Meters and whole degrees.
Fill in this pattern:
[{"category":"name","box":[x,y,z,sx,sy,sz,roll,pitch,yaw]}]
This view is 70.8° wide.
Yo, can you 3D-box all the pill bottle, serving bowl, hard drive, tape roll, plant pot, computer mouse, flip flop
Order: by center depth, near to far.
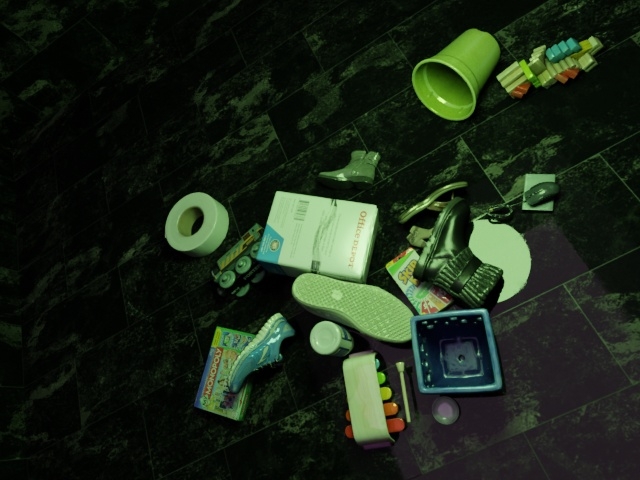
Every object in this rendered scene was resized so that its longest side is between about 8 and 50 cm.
[{"category":"plant pot","box":[0.421,0.352,1.386,0.235,0.212,0.236,-11,67,19]},{"category":"serving bowl","box":[0.399,0.539,1.431,0.083,0.027,0.084,-8,68,22]},{"category":"computer mouse","box":[0.684,-0.139,1.525,0.242,0.041,0.071,-24,64,15]},{"category":"hard drive","box":[0.748,-0.162,1.543,0.094,0.022,0.135,5,73,25]},{"category":"pill bottle","box":[0.049,0.348,1.566,0.111,0.186,0.112,-8,69,21]},{"category":"flip flop","box":[0.413,-0.129,1.642,0.277,0.112,0.080,-33,87,7]},{"category":"plant pot","box":[0.533,-0.646,1.705,0.276,0.276,0.254,33,75,30]},{"category":"tape roll","box":[-0.563,-0.070,2.048,0.286,0.100,0.287,-8,68,21]}]

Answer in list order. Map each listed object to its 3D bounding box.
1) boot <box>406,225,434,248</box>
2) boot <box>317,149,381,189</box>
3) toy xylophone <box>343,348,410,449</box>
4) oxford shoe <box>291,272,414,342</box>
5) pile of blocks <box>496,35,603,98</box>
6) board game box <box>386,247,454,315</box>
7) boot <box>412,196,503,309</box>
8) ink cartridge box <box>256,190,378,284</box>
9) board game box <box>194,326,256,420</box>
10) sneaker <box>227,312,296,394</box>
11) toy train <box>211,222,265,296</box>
[{"category":"boot","box":[0.374,-0.029,1.649,0.087,0.042,0.118,37,88,32]},{"category":"boot","box":[0.120,-0.295,1.852,0.246,0.083,0.161,6,67,20]},{"category":"toy xylophone","box":[0.185,0.524,1.501,0.236,0.081,0.323,-9,68,21]},{"category":"oxford shoe","box":[0.116,0.234,1.570,0.448,0.130,0.169,18,68,11]},{"category":"pile of blocks","box":[0.829,-0.613,1.605,0.362,0.149,0.113,-22,63,15]},{"category":"board game box","box":[0.346,0.149,1.601,0.124,0.039,0.259,-37,58,6]},{"category":"boot","box":[0.497,0.041,1.516,0.260,0.131,0.348,23,80,28]},{"category":"ink cartridge box","box":[0.000,0.000,1.679,0.394,0.166,0.286,10,70,14]},{"category":"board game box","box":[-0.356,0.515,1.767,0.213,0.046,0.318,6,73,25]},{"category":"sneaker","box":[-0.213,0.434,1.662,0.147,0.130,0.330,38,76,8]},{"category":"toy train","box":[-0.310,0.084,1.865,0.334,0.142,0.190,-42,48,6]}]
